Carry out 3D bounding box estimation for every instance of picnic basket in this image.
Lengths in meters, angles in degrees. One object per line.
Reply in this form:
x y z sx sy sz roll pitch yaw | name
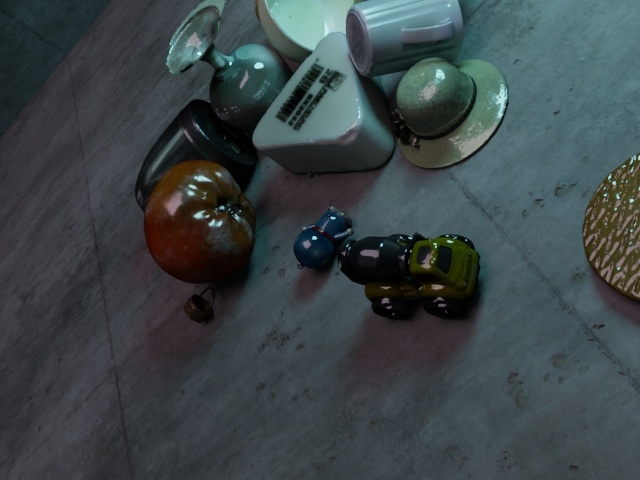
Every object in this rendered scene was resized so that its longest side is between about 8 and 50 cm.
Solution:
-0.282 0.149 1.517 0.083 0.072 0.072 -45 43 14 | picnic basket

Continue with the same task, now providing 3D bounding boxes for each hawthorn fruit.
-0.284 -0.036 1.486 0.284 0.284 0.284 -22 52 32 | hawthorn fruit

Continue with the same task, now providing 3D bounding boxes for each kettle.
-0.356 -0.199 1.712 0.324 0.228 0.321 -41 18 21 | kettle

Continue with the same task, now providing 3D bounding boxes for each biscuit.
0.510 -0.026 0.905 0.262 0.037 0.262 -23 52 32 | biscuit

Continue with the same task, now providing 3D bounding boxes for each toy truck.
0.152 0.046 1.100 0.224 0.165 0.147 -3 64 42 | toy truck

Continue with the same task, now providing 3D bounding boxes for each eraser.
0.027 -0.316 1.449 0.331 0.150 0.331 -23 51 31 | eraser

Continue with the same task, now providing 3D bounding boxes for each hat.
0.227 -0.285 1.257 0.257 0.130 0.257 -23 51 32 | hat

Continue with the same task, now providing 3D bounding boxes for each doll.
0.000 0.000 1.337 0.114 0.085 0.152 29 77 37 | doll

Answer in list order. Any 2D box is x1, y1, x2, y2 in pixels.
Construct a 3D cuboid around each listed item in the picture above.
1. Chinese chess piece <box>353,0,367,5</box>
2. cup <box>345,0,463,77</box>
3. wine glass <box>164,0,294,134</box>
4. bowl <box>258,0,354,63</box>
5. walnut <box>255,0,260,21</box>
0.194 -0.581 1.489 0.250 0.101 0.250 -22 52 31 | Chinese chess piece
0.172 -0.436 1.285 0.202 0.221 0.167 -17 85 -11 | cup
-0.205 -0.415 1.595 0.238 0.323 0.238 -21 54 31 | wine glass
-0.039 -0.558 1.593 0.145 0.277 0.277 -27 46 59 | bowl
-0.103 -0.626 1.746 0.144 0.180 0.144 -44 1 1 | walnut
